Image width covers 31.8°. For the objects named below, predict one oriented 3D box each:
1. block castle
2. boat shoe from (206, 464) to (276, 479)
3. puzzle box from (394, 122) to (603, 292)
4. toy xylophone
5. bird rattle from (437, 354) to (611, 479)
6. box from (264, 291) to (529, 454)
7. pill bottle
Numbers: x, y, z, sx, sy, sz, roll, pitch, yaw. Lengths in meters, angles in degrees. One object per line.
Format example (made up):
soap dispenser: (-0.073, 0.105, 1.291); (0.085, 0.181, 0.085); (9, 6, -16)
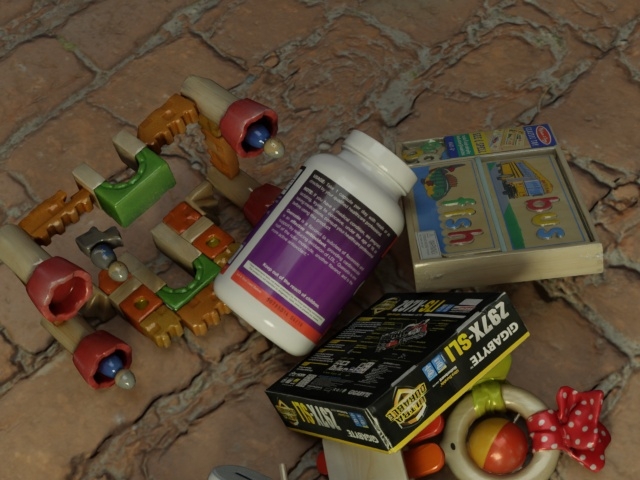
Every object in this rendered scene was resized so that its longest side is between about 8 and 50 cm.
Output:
block castle: (-0.239, -0.002, 1.717); (0.212, 0.303, 0.453); (36, 67, 28)
boat shoe: (-0.029, 0.403, 1.461); (0.121, 0.119, 0.335); (2, 13, -43)
puzzle box: (0.264, -0.062, 1.749); (0.272, 0.052, 0.409); (-6, 30, 2)
toy xylophone: (0.062, 0.363, 1.530); (0.236, 0.081, 0.323); (-19, 56, 26)
bird rattle: (0.274, 0.271, 1.587); (0.253, 0.143, 0.207); (32, 75, 13)
box: (0.095, 0.171, 1.549); (0.257, 0.079, 0.322); (-35, 12, -24)
pill bottle: (0.000, 0.000, 1.670); (0.181, 0.181, 0.323); (36, 86, 29)
